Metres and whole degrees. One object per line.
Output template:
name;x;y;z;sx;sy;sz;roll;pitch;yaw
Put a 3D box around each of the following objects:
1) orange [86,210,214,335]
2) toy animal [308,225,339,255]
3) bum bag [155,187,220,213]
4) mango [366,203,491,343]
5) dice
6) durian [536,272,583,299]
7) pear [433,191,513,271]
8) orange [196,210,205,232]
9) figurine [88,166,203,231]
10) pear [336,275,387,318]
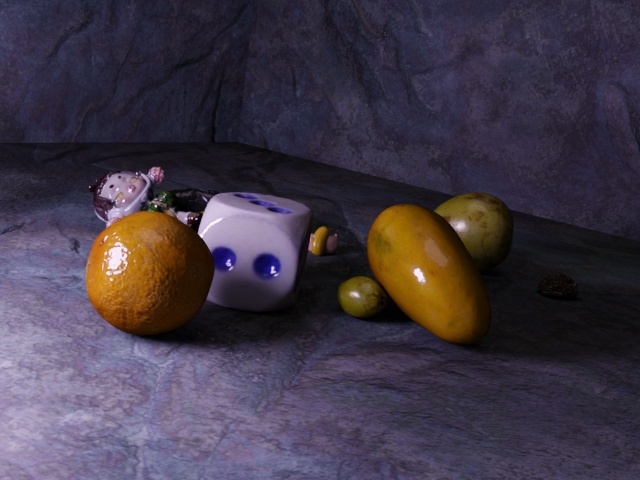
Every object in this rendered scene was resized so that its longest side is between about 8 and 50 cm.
orange;-0.340;0.066;1.443;0.264;0.264;0.264;8;14;-2
toy animal;0.000;0.000;2.250;0.114;0.091;0.082;-5;5;-39
bum bag;-0.417;-0.136;2.521;0.340;0.095;0.144;10;-1;1
mango;0.261;0.081;1.718;0.232;0.300;0.446;-31;35;2
dice;-0.160;0.022;1.752;0.251;0.243;0.259;9;11;3
durian;0.734;0.138;2.166;0.140;0.071;0.110;16;15;8
pear;0.483;-0.029;2.289;0.283;0.284;0.283;8;14;-2
orange;-0.359;-0.054;2.248;0.095;0.085;0.085;6;14;-21
figurine;-0.539;-0.101;2.180;0.370;0.167;0.281;21;54;11
pear;0.101;0.138;1.722;0.131;0.107;0.107;18;17;35
